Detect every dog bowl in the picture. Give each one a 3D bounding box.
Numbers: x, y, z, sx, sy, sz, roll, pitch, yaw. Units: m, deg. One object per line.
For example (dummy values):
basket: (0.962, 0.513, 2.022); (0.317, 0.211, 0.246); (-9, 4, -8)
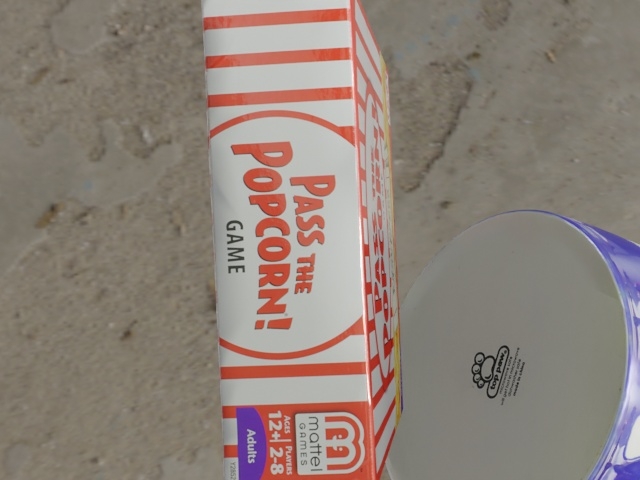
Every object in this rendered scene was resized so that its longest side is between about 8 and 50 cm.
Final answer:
dog bowl: (0.167, 0.113, 1.001); (0.265, 0.104, 0.265); (-27, 53, 44)

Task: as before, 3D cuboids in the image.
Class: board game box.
board game box: (0.000, 0.000, 0.449); (0.045, 0.193, 0.147); (-3, 90, 6)
